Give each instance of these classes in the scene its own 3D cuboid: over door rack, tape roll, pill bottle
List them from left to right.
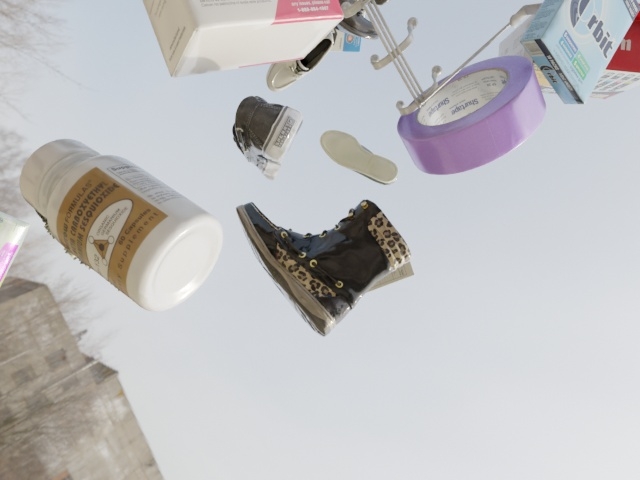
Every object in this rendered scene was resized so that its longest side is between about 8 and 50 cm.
[{"bbox_3d":[-0.243,-0.028,0.556,0.229,0.131,0.131,32,-47,17],"label":"pill bottle"},{"bbox_3d":[0.224,-0.425,0.850,0.240,0.324,0.108,49,10,-32],"label":"over door rack"},{"bbox_3d":[0.296,-0.253,0.926,0.274,0.275,0.090,0,-46,47],"label":"tape roll"}]

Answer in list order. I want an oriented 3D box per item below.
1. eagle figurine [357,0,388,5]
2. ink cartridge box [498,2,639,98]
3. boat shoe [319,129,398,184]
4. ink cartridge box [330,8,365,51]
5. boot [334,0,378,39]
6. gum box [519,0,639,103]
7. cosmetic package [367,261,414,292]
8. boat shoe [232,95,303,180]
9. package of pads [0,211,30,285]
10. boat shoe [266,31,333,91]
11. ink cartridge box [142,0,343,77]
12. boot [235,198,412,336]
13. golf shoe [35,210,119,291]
[{"bbox_3d":[0.153,-0.801,1.329,0.297,0.226,0.225,-19,-65,13],"label":"eagle figurine"},{"bbox_3d":[0.629,-0.450,1.105,0.272,0.308,0.130,-139,-127,-87],"label":"ink cartridge box"},{"bbox_3d":[0.138,-0.295,1.690,0.319,0.116,0.099,30,-3,12],"label":"boat shoe"},{"bbox_3d":[-0.004,-0.808,1.645,0.129,0.306,0.223,-105,-164,-48],"label":"ink cartridge box"},{"bbox_3d":[0.065,-0.583,0.991,0.091,0.262,0.229,47,-62,51],"label":"boot"},{"bbox_3d":[0.407,-0.336,0.714,0.156,0.185,0.041,32,-1,-32],"label":"gum box"},{"bbox_3d":[0.172,0.103,1.688,0.129,0.295,0.153,-153,-135,-86],"label":"cosmetic package"},{"bbox_3d":[-0.073,-0.126,0.567,0.076,0.080,0.228,27,3,-8],"label":"boat shoe"},{"bbox_3d":[-0.734,0.031,0.921,0.296,0.101,0.230,15,-101,34],"label":"package of pads"},{"bbox_3d":[-0.066,-0.562,1.460,0.267,0.088,0.096,-32,-50,18],"label":"boat shoe"},{"bbox_3d":[-0.104,-0.308,0.466,0.100,0.171,0.238,-16,-85,58],"label":"ink cartridge box"},{"bbox_3d":[0.000,0.000,1.075,0.377,0.284,0.138,49,-14,27],"label":"boot"},{"bbox_3d":[-0.344,-0.005,0.756,0.105,0.120,0.273,36,-15,29],"label":"golf shoe"}]
